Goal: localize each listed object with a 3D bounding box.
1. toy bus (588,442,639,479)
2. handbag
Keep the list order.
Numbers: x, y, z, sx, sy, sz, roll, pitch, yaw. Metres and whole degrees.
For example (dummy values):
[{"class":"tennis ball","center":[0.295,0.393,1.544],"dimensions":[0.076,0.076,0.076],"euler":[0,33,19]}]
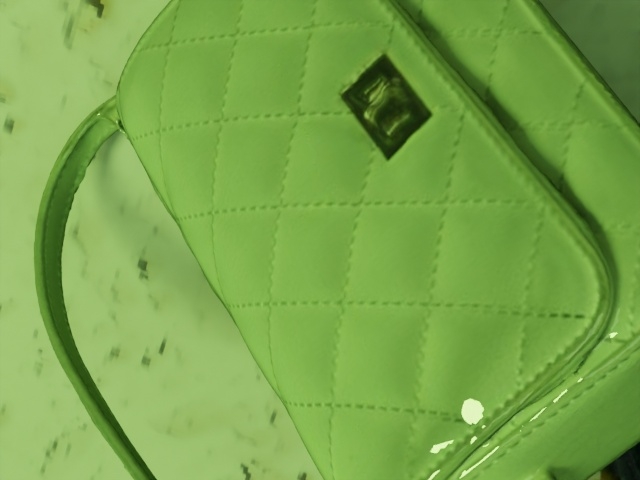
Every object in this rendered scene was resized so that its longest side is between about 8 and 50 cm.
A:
[{"class":"toy bus","center":[0.156,0.060,0.585],"dimensions":[0.275,0.138,0.167],"euler":[-22,103,6]},{"class":"handbag","center":[0.000,0.000,0.521],"dimensions":[0.219,0.256,0.079],"euler":[-39,144,8]}]
